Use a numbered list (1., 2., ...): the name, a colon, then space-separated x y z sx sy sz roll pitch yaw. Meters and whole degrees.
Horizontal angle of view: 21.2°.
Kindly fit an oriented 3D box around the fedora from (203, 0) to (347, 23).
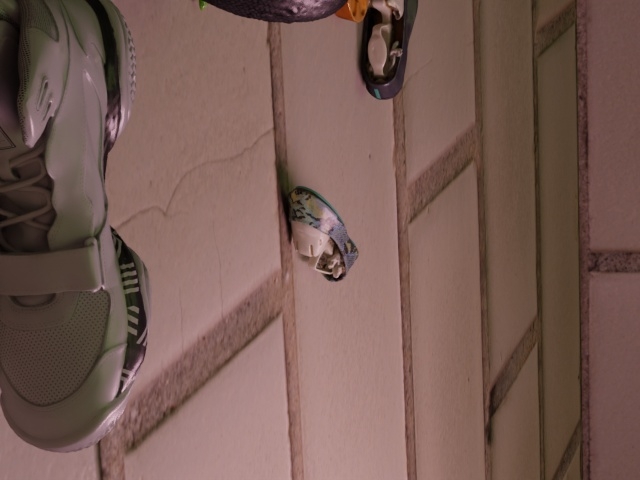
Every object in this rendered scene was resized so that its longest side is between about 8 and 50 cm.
1. fedora: -0.063 -0.295 1.537 0.152 0.334 0.334 -65 173 27

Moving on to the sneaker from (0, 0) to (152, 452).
1. sneaker: -0.225 -0.029 1.252 0.210 0.137 0.366 22 66 -70

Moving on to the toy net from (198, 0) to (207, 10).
1. toy net: -0.111 -0.352 1.698 0.122 0.045 0.232 23 70 -70

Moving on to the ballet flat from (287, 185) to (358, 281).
1. ballet flat: 0.000 0.000 2.047 0.188 0.070 0.070 50 45 -59

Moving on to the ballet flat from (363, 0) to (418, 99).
1. ballet flat: 0.089 -0.289 2.276 0.074 0.074 0.203 20 75 -71

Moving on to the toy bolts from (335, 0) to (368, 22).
1. toy bolts: 0.106 -0.398 2.169 0.228 0.158 0.218 -54 141 -60
